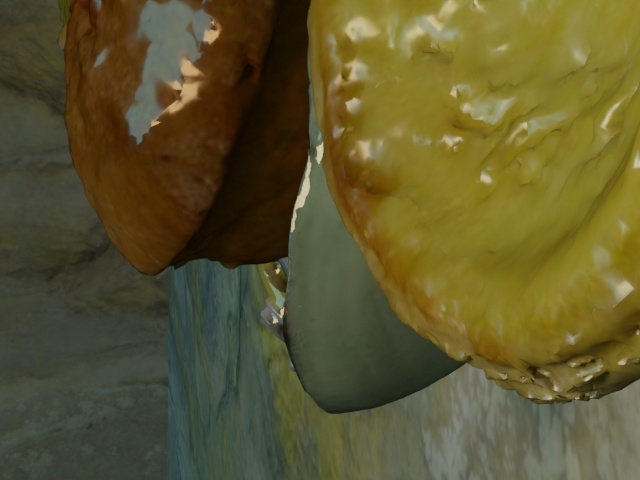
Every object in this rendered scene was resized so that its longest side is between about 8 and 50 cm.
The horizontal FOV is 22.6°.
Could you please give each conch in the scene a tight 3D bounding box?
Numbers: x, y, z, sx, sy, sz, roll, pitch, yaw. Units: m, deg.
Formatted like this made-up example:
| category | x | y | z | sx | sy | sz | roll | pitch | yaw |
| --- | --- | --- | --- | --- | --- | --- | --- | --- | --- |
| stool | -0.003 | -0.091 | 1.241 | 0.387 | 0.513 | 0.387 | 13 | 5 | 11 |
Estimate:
| category | x | y | z | sx | sy | sz | roll | pitch | yaw |
| --- | --- | --- | --- | --- | --- | --- | --- | --- | --- |
| conch | 0.045 | -0.020 | 0.718 | 0.121 | 0.185 | 0.221 | 25 | 129 | 37 |

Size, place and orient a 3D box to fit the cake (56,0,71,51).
| category | x | y | z | sx | sy | sz | roll | pitch | yaw |
| --- | --- | --- | --- | --- | --- | --- | --- | --- | --- |
| cake | -0.094 | -0.246 | 1.229 | 0.286 | 0.222 | 0.227 | -107 | 17 | -50 |

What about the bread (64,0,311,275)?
| category | x | y | z | sx | sy | sz | roll | pitch | yaw |
| --- | --- | --- | --- | --- | --- | --- | --- | --- | --- |
| bread | -0.017 | -0.154 | 0.832 | 0.179 | 0.194 | 0.340 | -21 | 61 | 53 |

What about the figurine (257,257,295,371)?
| category | x | y | z | sx | sy | sz | roll | pitch | yaw |
| --- | --- | --- | --- | --- | --- | --- | --- | --- | --- |
| figurine | 0.000 | 0.000 | 0.997 | 0.208 | 0.128 | 0.184 | 52 | 177 | -14 |

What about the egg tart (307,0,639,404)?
| category | x | y | z | sx | sy | sz | roll | pitch | yaw |
| --- | --- | --- | --- | --- | --- | --- | --- | --- | --- |
| egg tart | 0.091 | -0.101 | 0.512 | 0.315 | 0.120 | 0.315 | 178 | 90 | -67 |
